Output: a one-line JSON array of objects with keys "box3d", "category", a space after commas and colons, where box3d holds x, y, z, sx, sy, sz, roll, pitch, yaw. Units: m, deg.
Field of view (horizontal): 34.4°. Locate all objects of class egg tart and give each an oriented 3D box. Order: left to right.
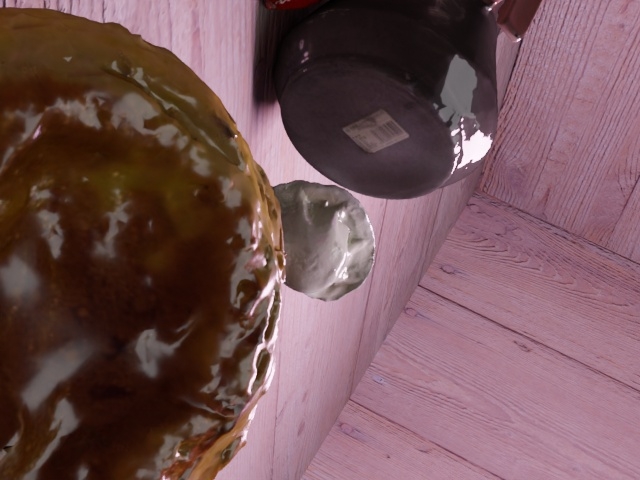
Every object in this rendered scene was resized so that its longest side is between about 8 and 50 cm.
[{"box3d": [-0.226, 0.050, 0.723, 0.443, 0.178, 0.443, -11, 109, -33], "category": "egg tart"}]

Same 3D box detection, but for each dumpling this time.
[{"box3d": [-0.009, 0.011, 1.448, 0.219, 0.153, 0.108, 56, 46, -34], "category": "dumpling"}]

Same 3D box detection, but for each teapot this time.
[{"box3d": [0.144, -0.275, 1.391, 0.376, 0.305, 0.361, -20, -144, 46], "category": "teapot"}]

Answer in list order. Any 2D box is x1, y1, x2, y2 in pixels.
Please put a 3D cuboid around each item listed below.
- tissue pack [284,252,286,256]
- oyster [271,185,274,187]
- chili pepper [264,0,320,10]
[{"box3d": [-0.144, 0.111, 1.418, 0.183, 0.092, 0.226, -26, 146, -35], "category": "tissue pack"}, {"box3d": [-0.100, 0.011, 1.514, 0.163, 0.081, 0.191, -29, 139, -60], "category": "oyster"}, {"box3d": [0.054, -0.424, 1.282, 0.368, 0.092, 0.137, -66, 155, -2], "category": "chili pepper"}]
